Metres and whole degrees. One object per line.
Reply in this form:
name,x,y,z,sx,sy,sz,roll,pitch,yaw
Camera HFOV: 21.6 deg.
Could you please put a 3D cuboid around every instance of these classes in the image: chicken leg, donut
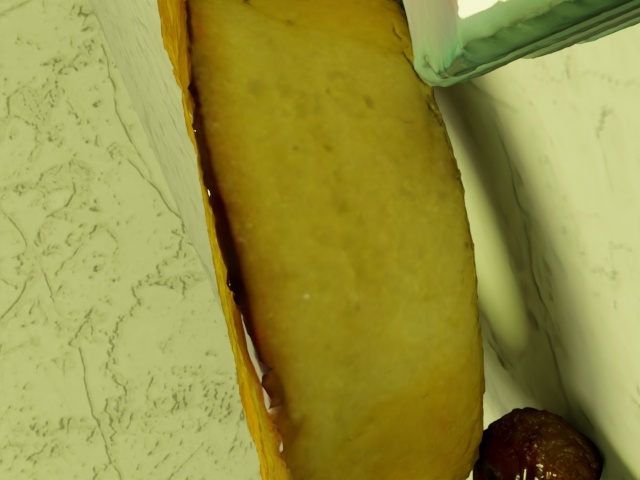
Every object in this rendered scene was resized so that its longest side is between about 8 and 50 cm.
chicken leg,0.107,0.120,0.785,0.089,0.048,0.219,62,170,11
donut,0.000,0.000,0.806,0.303,0.110,0.303,168,90,-84

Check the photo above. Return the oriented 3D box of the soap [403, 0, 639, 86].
soap,0.070,-0.076,0.328,0.149,0.100,0.056,-17,90,56
